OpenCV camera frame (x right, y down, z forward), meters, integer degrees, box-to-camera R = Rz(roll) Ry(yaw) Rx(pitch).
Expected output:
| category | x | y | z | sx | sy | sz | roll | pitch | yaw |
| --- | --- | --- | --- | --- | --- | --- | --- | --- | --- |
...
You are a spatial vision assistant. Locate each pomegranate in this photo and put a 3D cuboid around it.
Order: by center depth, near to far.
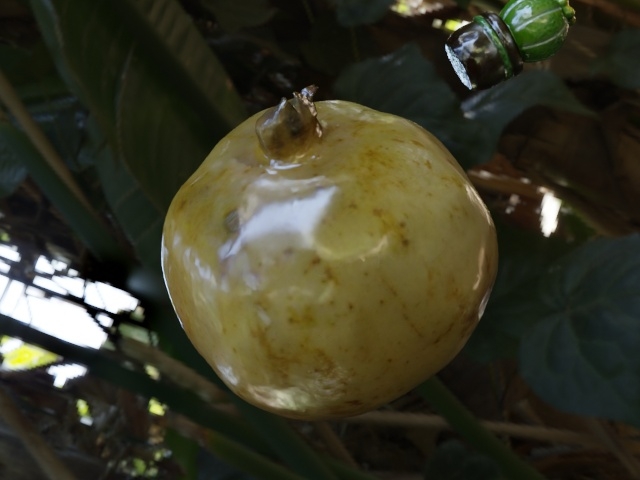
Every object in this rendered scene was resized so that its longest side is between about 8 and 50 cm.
| category | x | y | z | sx | sy | sz | roll | pitch | yaw |
| --- | --- | --- | --- | --- | --- | --- | --- | --- | --- |
| pomegranate | 0.000 | 0.000 | 0.966 | 0.342 | 0.342 | 0.342 | 19 | -90 | -85 |

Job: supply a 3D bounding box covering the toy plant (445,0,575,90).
| category | x | y | z | sx | sy | sz | roll | pitch | yaw |
| --- | --- | --- | --- | --- | --- | --- | --- | --- | --- |
| toy plant | 0.247 | -0.261 | 1.265 | 0.162 | 0.093 | 0.093 | -28 | -5 | 3 |
